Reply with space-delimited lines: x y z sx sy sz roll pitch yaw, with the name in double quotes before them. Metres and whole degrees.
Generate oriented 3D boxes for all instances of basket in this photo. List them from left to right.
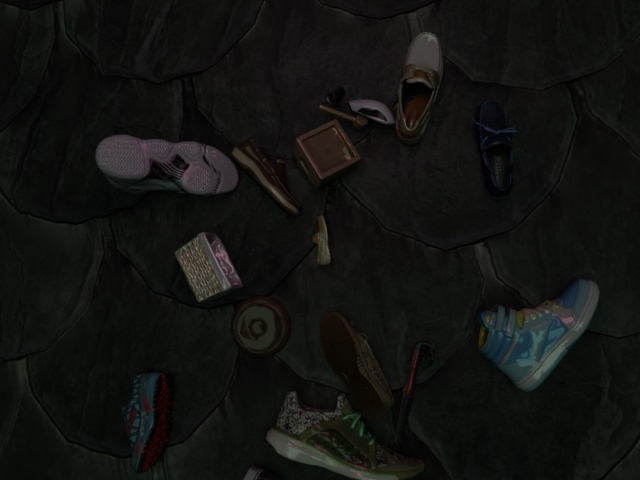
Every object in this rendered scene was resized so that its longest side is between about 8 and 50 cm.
"basket" -0.297 0.075 1.396 0.103 0.113 0.167 -29 82 6

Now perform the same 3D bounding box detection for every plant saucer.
"plant saucer" -0.163 0.231 1.410 0.168 0.029 0.169 -1 85 8

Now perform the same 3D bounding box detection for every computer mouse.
"computer mouse" 0.113 -0.358 1.384 0.192 0.106 0.042 24 115 10

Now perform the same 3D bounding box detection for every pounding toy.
"pounding toy" 0.031 -0.264 1.399 0.205 0.094 0.181 -29 82 -18

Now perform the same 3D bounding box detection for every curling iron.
"curling iron" 0.239 0.387 1.346 0.068 0.035 0.274 19 88 8

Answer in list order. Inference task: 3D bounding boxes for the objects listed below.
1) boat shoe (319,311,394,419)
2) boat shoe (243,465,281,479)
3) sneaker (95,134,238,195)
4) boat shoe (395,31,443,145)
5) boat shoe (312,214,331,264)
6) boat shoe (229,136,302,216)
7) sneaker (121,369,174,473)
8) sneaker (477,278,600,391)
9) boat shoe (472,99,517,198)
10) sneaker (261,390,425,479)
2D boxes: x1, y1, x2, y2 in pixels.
"boat shoe" 0.092 0.314 1.353 0.104 0.089 0.286 -31 79 29
"boat shoe" -0.173 0.740 1.329 0.104 0.113 0.307 14 78 22
"sneaker" -0.418 -0.193 1.424 0.365 0.210 0.138 7 86 -27
"boat shoe" 0.261 -0.406 1.371 0.113 0.103 0.303 7 86 7
"boat shoe" 0.000 0.000 1.397 0.045 0.050 0.136 -7 85 1
"boat shoe" -0.129 -0.178 1.407 0.095 0.095 0.257 -44 82 -4
"sneaker" -0.470 0.478 1.406 0.125 0.104 0.262 5 82 24
"sneaker" 0.513 0.187 1.286 0.208 0.127 0.319 36 90 7
"boat shoe" 0.459 -0.240 1.342 0.108 0.089 0.259 -12 84 5
"sneaker" 0.066 0.480 1.311 0.409 0.158 0.182 13 78 5
